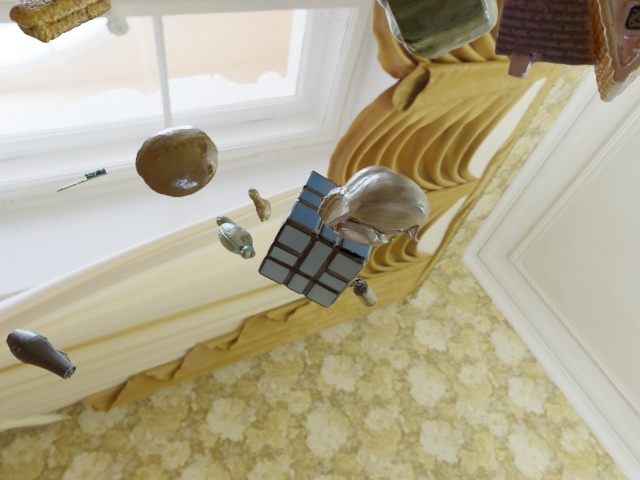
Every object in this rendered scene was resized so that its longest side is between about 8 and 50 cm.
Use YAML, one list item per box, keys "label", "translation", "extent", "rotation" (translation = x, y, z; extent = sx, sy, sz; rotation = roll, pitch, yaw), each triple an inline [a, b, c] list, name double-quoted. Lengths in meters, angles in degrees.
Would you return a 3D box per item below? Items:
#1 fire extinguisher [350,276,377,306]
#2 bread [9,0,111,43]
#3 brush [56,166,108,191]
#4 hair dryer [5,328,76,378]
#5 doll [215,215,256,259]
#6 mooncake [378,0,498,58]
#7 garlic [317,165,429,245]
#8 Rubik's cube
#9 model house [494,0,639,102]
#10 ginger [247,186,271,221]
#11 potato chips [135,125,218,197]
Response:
- label: "fire extinguisher"
  translation: [0.171, 0.228, 1.931]
  extent: [0.075, 0.106, 0.252]
  rotation: [66, 8, 32]
- label: "bread"
  translation: [-0.606, -0.546, 1.030]
  extent: [0.114, 0.211, 0.083]
  rotation: [28, -29, 19]
- label: "brush"
  translation: [-0.830, -0.213, 1.533]
  extent: [0.033, 0.179, 0.029]
  rotation: [21, -47, 52]
- label: "hair dryer"
  translation: [-0.846, 0.376, 1.419]
  extent: [0.236, 0.091, 0.271]
  rotation: [27, -18, 9]
- label: "doll"
  translation: [-0.253, -0.005, 1.317]
  extent: [0.071, 0.104, 0.214]
  rotation: [-53, -134, 8]
- label: "mooncake"
  translation: [0.216, -0.549, 0.865]
  extent: [0.194, 0.356, 0.355]
  rotation: [-11, -86, 29]
- label: "garlic"
  translation: [0.153, -0.074, 1.134]
  extent: [0.210, 0.292, 0.237]
  rotation: [-115, -145, -56]
- label: "Rubik's cube"
  translation: [0.000, 0.000, 1.438]
  extent: [0.293, 0.284, 0.288]
  rotation: [-59, -173, 46]
- label: "model house"
  translation: [0.370, -0.322, 0.581]
  extent: [0.237, 0.202, 0.237]
  rotation: [18, -73, 20]
- label: "ginger"
  translation: [-0.256, -0.162, 1.898]
  extent: [0.096, 0.067, 0.165]
  rotation: [-61, 137, -55]
- label: "potato chips"
  translation: [-0.372, -0.210, 1.135]
  extent: [0.062, 0.208, 0.195]
  rotation: [171, -77, -80]
